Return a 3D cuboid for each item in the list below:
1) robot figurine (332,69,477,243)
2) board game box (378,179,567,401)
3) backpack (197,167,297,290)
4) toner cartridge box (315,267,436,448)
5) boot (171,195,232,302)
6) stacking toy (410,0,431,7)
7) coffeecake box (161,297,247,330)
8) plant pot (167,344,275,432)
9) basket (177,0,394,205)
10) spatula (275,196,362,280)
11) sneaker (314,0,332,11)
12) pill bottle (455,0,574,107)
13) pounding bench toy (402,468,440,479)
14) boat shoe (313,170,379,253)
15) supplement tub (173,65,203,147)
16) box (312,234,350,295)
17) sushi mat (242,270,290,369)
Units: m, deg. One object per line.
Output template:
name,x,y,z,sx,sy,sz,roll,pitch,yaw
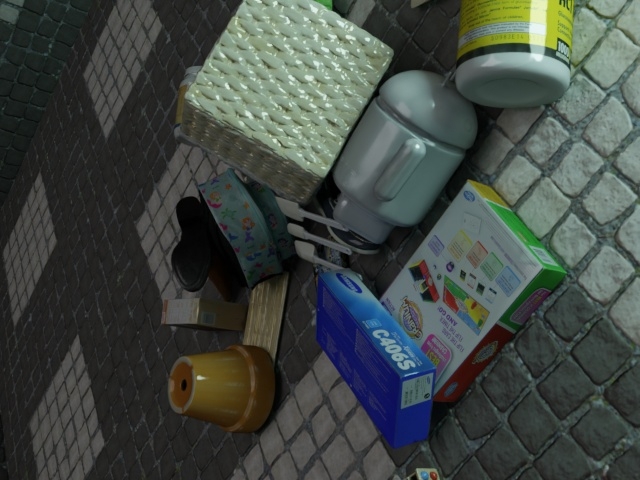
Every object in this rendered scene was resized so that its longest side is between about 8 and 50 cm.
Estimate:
robot figurine,0.157,-0.167,1.463,0.353,0.200,0.300,-58,7,22
board game box,0.249,0.090,1.382,0.316,0.064,0.242,-56,42,26
backpack,-0.173,-0.041,1.804,0.191,0.253,0.225,-31,45,-2
toner cartridge box,0.092,0.209,1.466,0.348,0.075,0.165,-130,37,-52
boot,-0.280,0.073,1.904,0.096,0.280,0.264,-18,52,0
stacking toy,0.288,-0.615,1.551,0.309,0.130,0.279,11,115,55
coffeecake box,-0.296,0.189,1.984,0.185,0.142,0.068,-8,73,51
plant pot,-0.239,0.336,1.799,0.205,0.188,0.205,-19,65,48
basket,-0.071,-0.293,1.578,0.328,0.331,0.266,-61,7,-9
spatula,0.000,0.000,1.639,0.242,0.019,0.168,20,134,49
sneaker,-0.131,-0.502,1.990,0.483,0.185,0.202,-36,35,37
pill bottle,0.332,-0.408,1.322,0.188,0.188,0.333,-6,75,51
pounding bench toy,0.183,0.449,1.370,0.065,0.052,0.083,-45,48,34
boat shoe,0.061,-0.061,1.648,0.254,0.095,0.079,-120,43,-53
supplement tub,-0.329,-0.372,2.192,0.144,0.144,0.199,-8,73,51
box,0.023,0.060,1.709,0.094,0.027,0.137,-33,55,41
sushi mat,-0.143,0.223,1.881,0.151,0.019,0.316,3,82,51
